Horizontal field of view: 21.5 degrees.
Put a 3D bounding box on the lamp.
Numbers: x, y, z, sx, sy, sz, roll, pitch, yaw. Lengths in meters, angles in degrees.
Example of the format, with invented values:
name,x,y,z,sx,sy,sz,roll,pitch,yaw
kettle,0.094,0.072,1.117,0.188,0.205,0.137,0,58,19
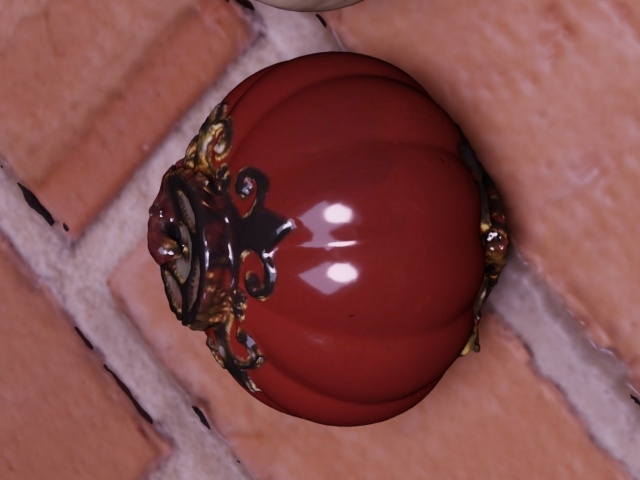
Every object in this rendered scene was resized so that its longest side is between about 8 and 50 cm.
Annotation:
name,x,y,z,sx,sy,sz,roll,pitch,yaw
lamp,0.000,0.000,1.010,0.227,0.227,0.227,6,104,26

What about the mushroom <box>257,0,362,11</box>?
name,x,y,z,sx,sy,sz,roll,pitch,yaw
mushroom,-0.073,-0.268,0.976,0.336,0.314,0.314,-21,91,50
